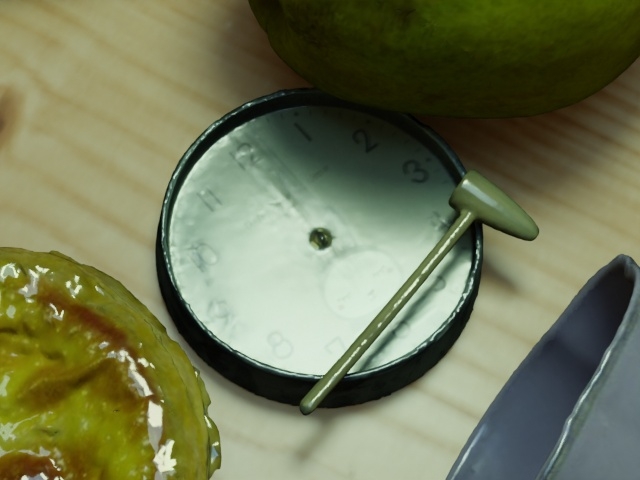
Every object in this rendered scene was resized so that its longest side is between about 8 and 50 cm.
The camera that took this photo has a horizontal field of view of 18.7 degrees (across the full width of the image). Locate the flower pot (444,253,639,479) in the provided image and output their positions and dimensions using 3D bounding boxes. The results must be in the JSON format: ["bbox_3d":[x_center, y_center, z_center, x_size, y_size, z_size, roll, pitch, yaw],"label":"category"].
[{"bbox_3d":[0.201,0.173,1.085,0.243,0.265,0.265,30,67,-2],"label":"flower pot"}]

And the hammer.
[{"bbox_3d":[0.058,0.043,1.205,0.060,0.028,0.195,39,72,6],"label":"hammer"}]

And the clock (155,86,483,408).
[{"bbox_3d":[0.000,0.000,1.253,0.215,0.042,0.215,1,65,-2],"label":"clock"}]

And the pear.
[{"bbox_3d":[0.098,-0.208,1.239,0.321,0.269,0.269,-17,68,-13],"label":"pear"}]

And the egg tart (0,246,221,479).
[{"bbox_3d":[-0.202,0.144,1.138,0.294,0.116,0.295,1,63,-2],"label":"egg tart"}]
